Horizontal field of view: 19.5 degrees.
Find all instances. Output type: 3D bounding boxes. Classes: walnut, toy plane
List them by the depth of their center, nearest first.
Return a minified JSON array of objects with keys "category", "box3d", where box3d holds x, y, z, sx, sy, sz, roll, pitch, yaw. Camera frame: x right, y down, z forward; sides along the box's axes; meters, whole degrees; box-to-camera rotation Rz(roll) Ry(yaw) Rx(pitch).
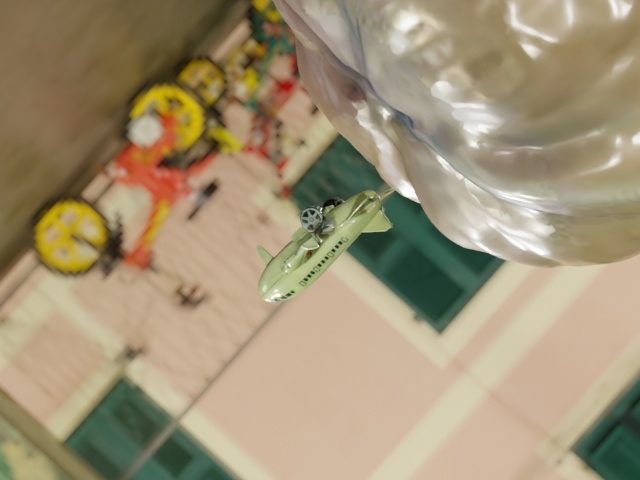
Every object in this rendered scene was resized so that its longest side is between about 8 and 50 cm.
[{"category":"walnut","box3d":[0.098,-0.118,0.707,0.248,0.248,0.248,-48,178,-2]},{"category":"toy plane","box3d":[0.000,0.000,1.135,0.111,0.040,0.102,-34,172,28]}]
